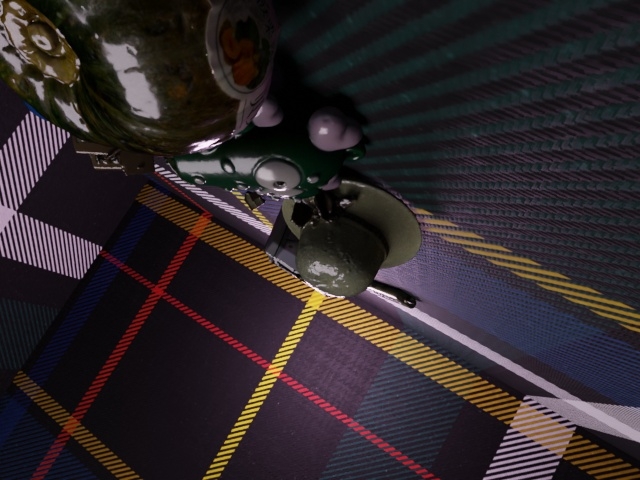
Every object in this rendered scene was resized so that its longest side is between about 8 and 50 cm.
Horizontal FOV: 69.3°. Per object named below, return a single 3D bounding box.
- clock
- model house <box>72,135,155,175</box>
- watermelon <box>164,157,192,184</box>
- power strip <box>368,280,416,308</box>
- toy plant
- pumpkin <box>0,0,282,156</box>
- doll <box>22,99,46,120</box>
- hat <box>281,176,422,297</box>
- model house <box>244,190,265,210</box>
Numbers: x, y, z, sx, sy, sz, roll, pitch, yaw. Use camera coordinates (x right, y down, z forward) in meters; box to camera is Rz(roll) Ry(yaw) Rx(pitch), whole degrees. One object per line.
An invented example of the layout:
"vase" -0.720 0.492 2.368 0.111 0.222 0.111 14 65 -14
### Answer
"clock" -0.010 -0.005 1.017 0.186 0.083 0.253 33 -150 -13
"model house" -0.355 -0.226 0.967 0.247 0.176 0.181 3 -154 2
"watermelon" -0.474 -0.256 1.618 0.119 0.063 0.245 48 -179 14
"power strip" 0.263 0.197 1.691 0.092 0.034 0.268 35 171 -23
"toy plant" -0.061 -0.114 0.594 0.243 0.113 0.232 6 165 -19
"pumpkin" -0.155 -0.193 0.368 0.260 0.189 0.260 20 145 15
"doll" -0.598 -0.347 1.155 0.256 0.161 0.215 21 -148 -40
"hat" 0.035 0.022 0.785 0.256 0.130 0.257 15 146 10
"model house" -0.201 -0.128 1.402 0.058 0.057 0.083 59 -173 -9
